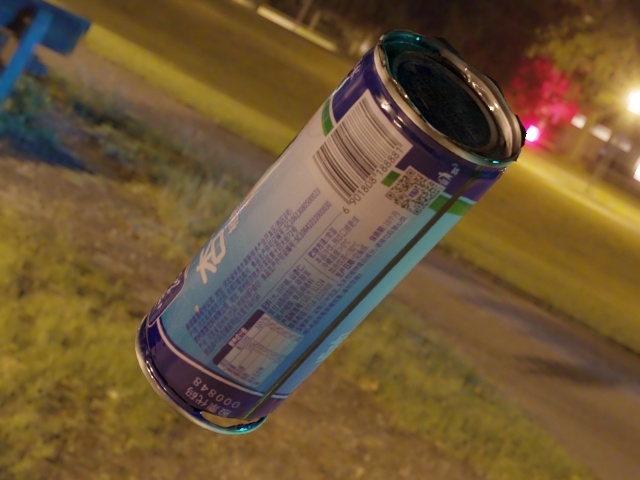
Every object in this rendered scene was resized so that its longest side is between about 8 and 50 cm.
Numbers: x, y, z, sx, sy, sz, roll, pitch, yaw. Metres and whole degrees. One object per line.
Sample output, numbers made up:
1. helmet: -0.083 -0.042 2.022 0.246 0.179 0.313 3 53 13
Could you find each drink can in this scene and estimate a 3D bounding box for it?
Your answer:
1. drink can: 0.000 0.000 0.811 0.097 0.235 0.097 28 33 -20
